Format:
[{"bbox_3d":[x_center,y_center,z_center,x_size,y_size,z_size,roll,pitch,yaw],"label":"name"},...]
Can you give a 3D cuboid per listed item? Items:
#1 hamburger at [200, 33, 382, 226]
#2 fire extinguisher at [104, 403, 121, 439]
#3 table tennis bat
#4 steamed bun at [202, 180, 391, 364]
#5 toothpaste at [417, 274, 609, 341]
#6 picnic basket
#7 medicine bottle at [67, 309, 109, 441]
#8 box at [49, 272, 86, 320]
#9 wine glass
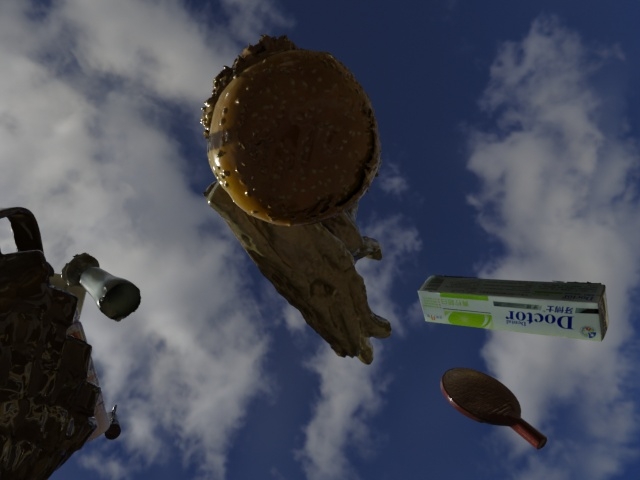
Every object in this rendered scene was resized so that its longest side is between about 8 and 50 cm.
[{"bbox_3d":[-0.028,-0.111,0.502,0.181,0.118,0.191,-21,-67,-20],"label":"hamburger"},{"bbox_3d":[-0.591,0.511,1.395,0.045,0.157,0.078,26,-104,-22],"label":"fire extinguisher"},{"bbox_3d":[0.463,0.441,1.329,0.200,0.310,0.038,-9,-61,-35],"label":"table tennis bat"},{"bbox_3d":[0.000,0.000,0.845,0.189,0.247,0.428,-36,-60,2],"label":"steamed bun"},{"bbox_3d":[0.354,0.122,0.943,0.067,0.336,0.081,-39,-61,-42],"label":"toothpaste"},{"bbox_3d":[-0.370,0.118,0.490,0.291,0.321,0.255,-2,-74,4],"label":"picnic basket"},{"bbox_3d":[-0.500,0.260,0.938,0.133,0.133,0.250,-15,-89,-18],"label":"medicine bottle"},{"bbox_3d":[-0.750,0.147,1.270,0.256,0.164,0.069,15,-64,-23],"label":"box"},{"bbox_3d":[-0.383,0.079,0.860,0.072,0.155,0.072,-28,-52,-41],"label":"wine glass"}]
